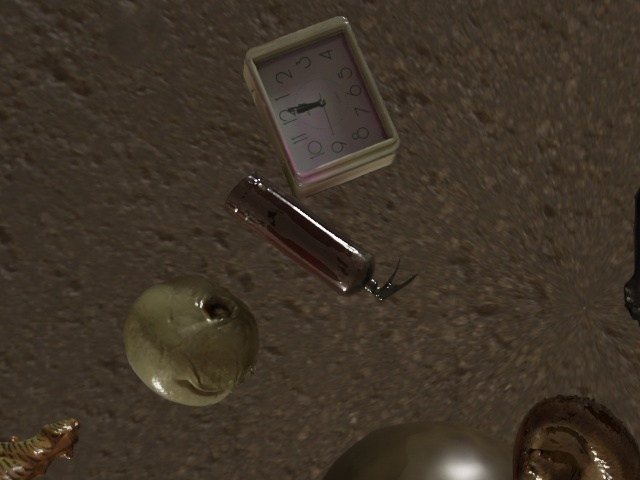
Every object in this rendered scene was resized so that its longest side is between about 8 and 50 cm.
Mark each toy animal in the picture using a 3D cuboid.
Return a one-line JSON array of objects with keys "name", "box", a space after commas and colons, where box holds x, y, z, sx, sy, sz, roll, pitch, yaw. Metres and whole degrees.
[{"name": "toy animal", "box": [-0.402, 0.288, 1.378, 0.099, 0.241, 0.056, 16, 134, 38]}]

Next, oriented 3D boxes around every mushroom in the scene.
[{"name": "mushroom", "box": [0.220, 0.193, 0.984, 0.109, 0.085, 0.126, 13, 119, -11]}]

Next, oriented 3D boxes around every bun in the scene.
[{"name": "bun", "box": [-0.153, 0.117, 1.421, 0.113, 0.173, 0.166, -50, 59, 41]}]

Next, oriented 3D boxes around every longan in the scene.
[{"name": "longan", "box": [0.169, 0.443, 1.647, 0.336, 0.404, 0.404, -43, 77, 40]}]

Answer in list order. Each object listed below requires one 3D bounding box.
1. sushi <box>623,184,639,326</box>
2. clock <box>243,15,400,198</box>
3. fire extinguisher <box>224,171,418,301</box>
[{"name": "sushi", "box": [0.391, -0.006, 0.921, 0.219, 0.238, 0.225, 14, 77, 51]}, {"name": "clock", "box": [-0.002, -0.167, 1.424, 0.147, 0.071, 0.192, -21, 82, -7]}, {"name": "fire extinguisher", "box": [0.000, 0.000, 1.532, 0.268, 0.072, 0.089, 36, 78, 11]}]
